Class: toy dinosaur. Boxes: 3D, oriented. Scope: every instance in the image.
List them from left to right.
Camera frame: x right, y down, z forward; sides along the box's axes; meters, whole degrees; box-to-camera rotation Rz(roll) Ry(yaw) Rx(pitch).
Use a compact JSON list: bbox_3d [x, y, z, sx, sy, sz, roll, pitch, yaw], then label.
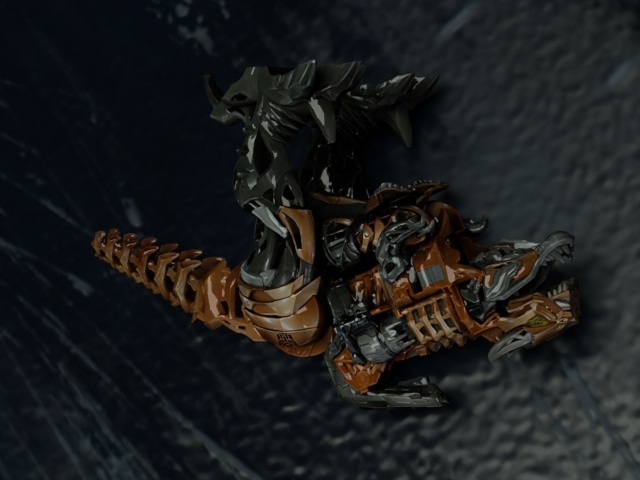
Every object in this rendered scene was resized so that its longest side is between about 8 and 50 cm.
[{"bbox_3d":[0.000,0.000,1.002,0.322,0.164,0.218,-1,92,3],"label":"toy dinosaur"}]
